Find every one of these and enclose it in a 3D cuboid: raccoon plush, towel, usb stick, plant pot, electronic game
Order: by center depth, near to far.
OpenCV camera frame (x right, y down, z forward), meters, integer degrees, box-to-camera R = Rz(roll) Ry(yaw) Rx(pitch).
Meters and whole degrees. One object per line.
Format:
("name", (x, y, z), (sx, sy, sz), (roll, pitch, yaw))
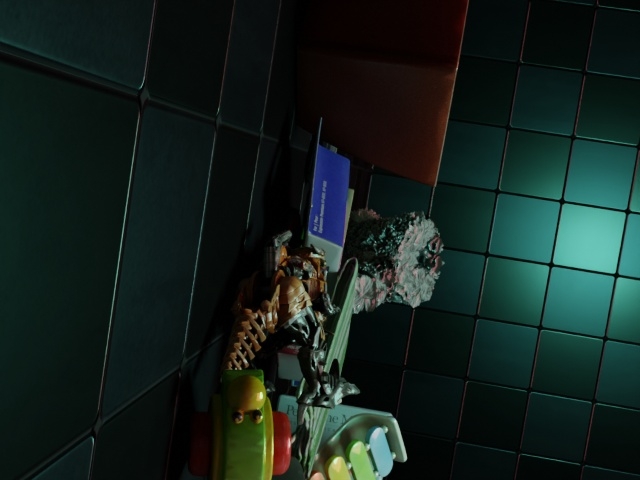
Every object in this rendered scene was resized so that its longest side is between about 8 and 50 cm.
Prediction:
("electronic game", (-0.060, 0.063, 1.404), (0.229, 0.048, 0.229), (10, 90, -84))
("plant pot", (0.093, -0.280, 1.431), (0.267, 0.235, 0.267), (93, 9, -54))
("towel", (0.003, 0.211, 1.452), (0.325, 0.038, 0.248), (94, 14, -56))
("usb stick", (0.019, -0.222, 1.735), (0.077, 0.045, 0.278), (87, 13, -61))
("raccoon plush", (0.064, 0.023, 2.071), (0.446, 0.299, 0.216), (0, 99, -52))

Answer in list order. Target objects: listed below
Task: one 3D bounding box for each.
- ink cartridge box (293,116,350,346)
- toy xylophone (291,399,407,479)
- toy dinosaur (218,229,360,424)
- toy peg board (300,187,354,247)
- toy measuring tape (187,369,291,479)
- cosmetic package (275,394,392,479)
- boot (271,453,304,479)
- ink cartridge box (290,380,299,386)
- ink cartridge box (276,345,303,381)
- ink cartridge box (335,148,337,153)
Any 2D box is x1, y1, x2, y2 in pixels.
("ink cartridge box", (0.000, 0.000, 1.454), (0.371, 0.069, 0.176), (96, 0, -52))
("toy xylophone", (0.013, 0.415, 1.622), (0.323, 0.081, 0.236), (-47, 133, -25))
("toy dinosaur", (-0.063, 0.108, 1.180), (0.322, 0.164, 0.219), (-23, 111, -49))
("toy peg board", (-0.004, -0.012, 1.795), (0.160, 0.079, 0.161), (133, -30, -72))
("toy measuring tape", (-0.100, 0.264, 1.054), (0.330, 0.121, 0.121), (105, 0, -48))
("cosmetic package", (-0.005, 0.547, 1.817), (0.161, 0.229, 0.454), (66, 33, -78))
("boot", (-0.110, 0.467, 1.399), (0.115, 0.112, 0.305), (125, -15, -66))
("ink cartridge box", (-0.015, 0.195, 2.061), (0.224, 0.045, 0.224), (-45, 144, -81))
("ink cartridge box", (-0.040, 0.182, 1.742), (0.099, 0.056, 0.135), (90, 12, -54))
("ink cartridge box", (0.059, -0.250, 2.051), (0.171, 0.056, 0.235), (54, 43, -83))
